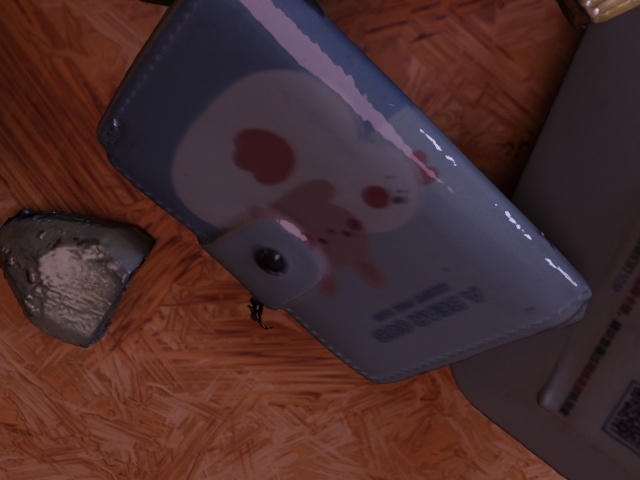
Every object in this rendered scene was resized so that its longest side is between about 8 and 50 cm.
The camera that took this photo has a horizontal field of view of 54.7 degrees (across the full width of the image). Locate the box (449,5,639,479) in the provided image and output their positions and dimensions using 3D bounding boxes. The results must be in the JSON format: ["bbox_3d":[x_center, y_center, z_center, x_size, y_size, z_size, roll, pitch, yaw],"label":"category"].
[{"bbox_3d":[0.319,0.056,0.443,0.397,0.111,0.395,37,124,34],"label":"box"}]

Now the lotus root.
[{"bbox_3d":[-0.263,0.036,0.629,0.144,0.070,0.143,24,115,-5],"label":"lotus root"}]

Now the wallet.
[{"bbox_3d":[0.006,-0.023,0.493,0.360,0.083,0.252,43,136,-15],"label":"wallet"}]

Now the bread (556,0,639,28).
[{"bbox_3d":[0.182,-0.221,0.391,0.114,0.190,0.132,-27,116,21],"label":"bread"}]

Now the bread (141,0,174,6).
[{"bbox_3d":[-0.069,-0.352,0.388,0.382,0.129,0.366,43,113,-13],"label":"bread"}]

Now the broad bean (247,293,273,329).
[{"bbox_3d":[-0.005,-0.003,0.601,0.069,0.039,0.227,42,114,-7],"label":"broad bean"}]
